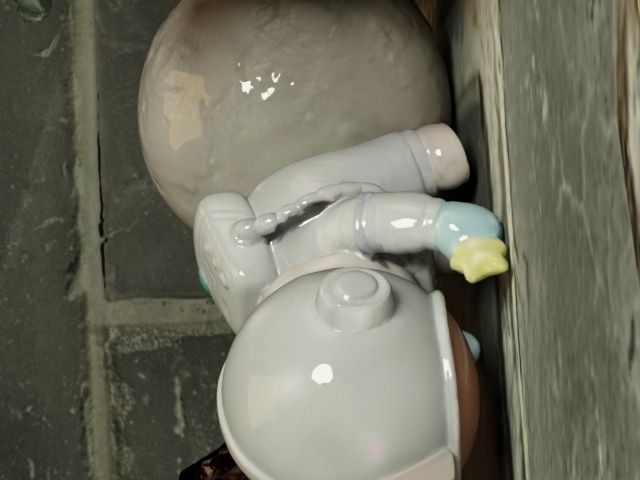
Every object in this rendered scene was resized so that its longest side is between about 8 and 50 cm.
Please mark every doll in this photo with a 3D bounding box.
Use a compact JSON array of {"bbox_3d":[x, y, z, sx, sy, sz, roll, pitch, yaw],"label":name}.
[{"bbox_3d":[0.000,0.000,0.793,0.151,0.151,0.287,92,171,-46],"label":"doll"}]

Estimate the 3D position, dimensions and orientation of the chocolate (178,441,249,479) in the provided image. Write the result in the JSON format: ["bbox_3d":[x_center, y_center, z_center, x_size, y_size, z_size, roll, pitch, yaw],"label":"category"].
[{"bbox_3d":[-0.005,0.161,1.156,0.133,0.156,0.156,121,151,-47],"label":"chocolate"}]

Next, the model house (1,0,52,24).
[{"bbox_3d":[-0.040,-0.212,0.669,0.198,0.215,0.224,95,171,-72],"label":"model house"}]
